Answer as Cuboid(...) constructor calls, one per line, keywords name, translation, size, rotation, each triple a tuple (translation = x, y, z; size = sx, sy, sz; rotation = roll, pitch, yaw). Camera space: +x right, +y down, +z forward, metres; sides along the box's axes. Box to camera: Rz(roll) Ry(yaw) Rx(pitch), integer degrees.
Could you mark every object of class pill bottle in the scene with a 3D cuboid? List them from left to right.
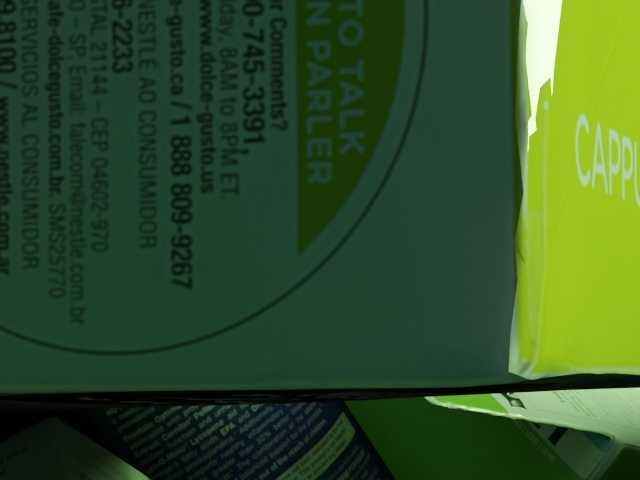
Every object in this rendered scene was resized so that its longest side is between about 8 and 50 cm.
Cuboid(name="pill bottle", translation=(-0.063, 0.068, 0.840), size=(0.219, 0.123, 0.123), rotation=(57, 14, -7))

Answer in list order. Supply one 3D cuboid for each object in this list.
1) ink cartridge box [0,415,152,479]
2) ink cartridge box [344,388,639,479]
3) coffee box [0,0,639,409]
Cuboid(name="ink cartridge box", translation=(-0.068, 0.179, 0.685), size=(0.139, 0.082, 0.191), rotation=(42, 20, -48))
Cuboid(name="ink cartridge box", translation=(0.048, 0.065, 0.884), size=(0.255, 0.097, 0.189), rotation=(16, 24, -49))
Cuboid(name="coffee box", translation=(-0.057, -0.119, 0.584), size=(0.337, 0.334, 0.338), rotation=(12, 77, -70))
